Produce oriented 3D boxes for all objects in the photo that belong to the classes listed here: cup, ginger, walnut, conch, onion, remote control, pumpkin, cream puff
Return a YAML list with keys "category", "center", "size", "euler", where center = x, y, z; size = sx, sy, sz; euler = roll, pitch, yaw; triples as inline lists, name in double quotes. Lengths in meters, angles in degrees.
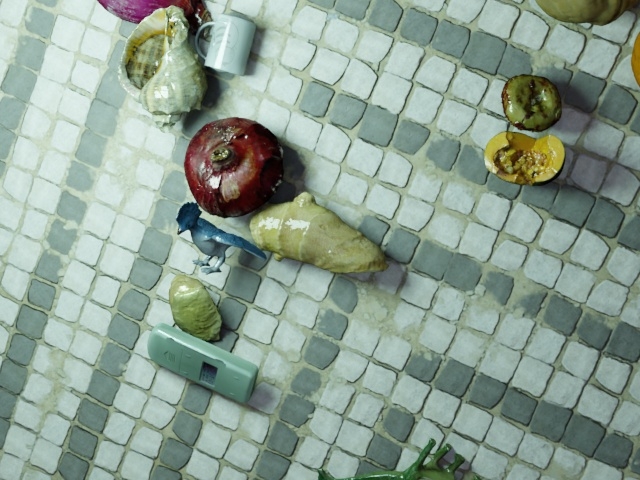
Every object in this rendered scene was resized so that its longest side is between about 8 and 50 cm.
- category: "cup"
  center: [-0.235, -0.476, 1.929]
  size: [0.136, 0.099, 0.133]
  euler: [15, 99, -12]
- category: "ginger"
  center: [0.000, 0.000, 1.933]
  size: [0.353, 0.126, 0.190]
  euler: [25, 103, 3]
- category: "walnut"
  center: [0.565, -0.611, 1.704]
  size: [0.252, 0.277, 0.313]
  euler: [-14, 102, 48]
- category: "conch"
  center: [-0.364, -0.407, 1.939]
  size: [0.210, 0.159, 0.291]
  euler: [13, 90, 36]
- category: "onion"
  center: [-0.213, -0.176, 1.903]
  size: [0.252, 0.219, 0.252]
  euler: [0, 87, 7]
- category: "remote control"
  center: [-0.303, 0.311, 2.029]
  size: [0.296, 0.056, 0.140]
  euler: [23, 132, 7]
- category: "pumpkin"
  center: [0.479, -0.185, 1.840]
  size: [0.183, 0.107, 0.119]
  euler: [13, 89, 29]
- category: "onion"
  center: [-0.410, -0.630, 1.920]
  size: [0.348, 0.159, 0.267]
  euler: [38, 103, 5]
- category: "cream puff"
  center: [0.477, -0.308, 1.828]
  size: [0.149, 0.084, 0.149]
  euler: [2, 69, -6]
- category: "ginger"
  center: [-0.321, 0.171, 2.032]
  size: [0.115, 0.123, 0.193]
  euler: [-19, 127, -7]

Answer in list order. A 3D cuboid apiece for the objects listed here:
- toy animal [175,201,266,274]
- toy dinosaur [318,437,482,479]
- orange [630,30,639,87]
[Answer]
- category: "toy animal"
  center: [-0.251, -0.006, 1.916]
  size: [0.239, 0.255, 0.176]
  euler: [28, 111, 36]
- category: "toy dinosaur"
  center: [0.238, 0.637, 1.979]
  size: [0.447, 0.087, 0.301]
  euler: [42, 100, 10]
- category: "orange"
  center: [0.794, -0.395, 1.711]
  size: [0.239, 0.240, 0.240]
  euler: [1, 96, 9]
